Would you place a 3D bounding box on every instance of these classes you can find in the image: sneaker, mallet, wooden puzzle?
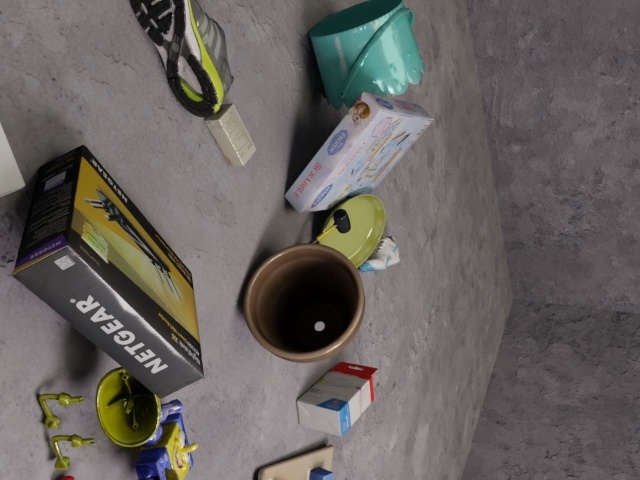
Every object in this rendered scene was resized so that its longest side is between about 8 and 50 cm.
[{"bbox_3d":[-0.237,-0.378,0.969,0.121,0.110,0.300,-64,149,-47],"label":"sneaker"},{"bbox_3d":[0.176,0.043,1.687,0.228,0.087,0.093,-23,105,-63],"label":"sneaker"},{"bbox_3d":[0.000,0.000,1.369,0.189,0.039,0.062,-42,141,-8],"label":"mallet"},{"bbox_3d":[-0.053,0.715,1.386,0.347,0.080,0.323,12,83,-58],"label":"wooden puzzle"}]

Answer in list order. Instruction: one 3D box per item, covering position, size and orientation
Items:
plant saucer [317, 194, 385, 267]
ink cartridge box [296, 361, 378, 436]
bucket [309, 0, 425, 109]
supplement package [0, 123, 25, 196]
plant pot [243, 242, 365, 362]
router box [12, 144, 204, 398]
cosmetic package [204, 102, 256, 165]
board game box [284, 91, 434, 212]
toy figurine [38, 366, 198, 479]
[{"bbox_3d":[0.078,-0.021,1.484,0.240,0.037,0.241,-25,133,-30],"label":"plant saucer"},{"bbox_3d":[0.055,0.419,1.476,0.231,0.134,0.078,-27,115,-53],"label":"ink cartridge box"},{"bbox_3d":[0.114,-0.470,1.362,0.281,0.280,0.183,-55,134,-40],"label":"bucket"},{"bbox_3d":[-0.448,-0.129,0.636,0.105,0.105,0.180,-40,125,-50],"label":"supplement package"},{"bbox_3d":[-0.021,0.170,1.258,0.229,0.262,0.263,71,35,-62],"label":"plant pot"},{"bbox_3d":[-0.291,0.049,0.806,0.309,0.080,0.243,61,5,-42],"label":"router box"},{"bbox_3d":[-0.181,-0.214,1.114,0.060,0.041,0.115,-59,139,-37],"label":"cosmetic package"},{"bbox_3d":[0.103,-0.210,1.366,0.319,0.066,0.318,-50,161,26],"label":"board game box"},{"bbox_3d":[-0.306,0.358,0.938,0.217,0.191,0.363,-85,162,-80],"label":"toy figurine"}]
